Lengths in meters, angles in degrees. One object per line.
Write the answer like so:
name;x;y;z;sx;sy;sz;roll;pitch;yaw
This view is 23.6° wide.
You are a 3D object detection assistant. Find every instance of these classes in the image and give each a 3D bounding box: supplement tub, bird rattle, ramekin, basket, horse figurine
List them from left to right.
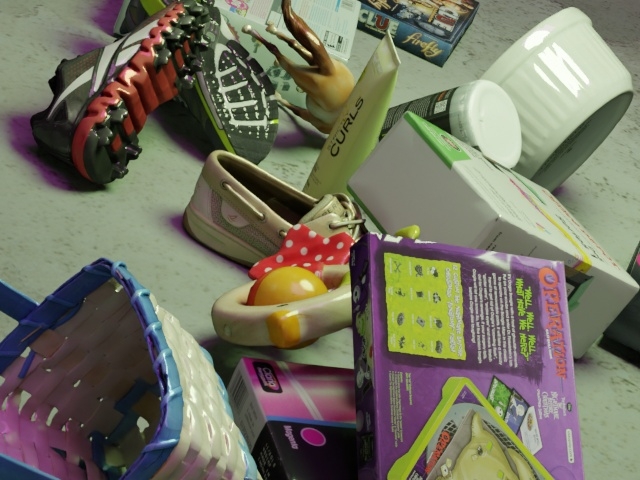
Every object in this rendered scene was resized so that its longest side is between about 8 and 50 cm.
basket;-0.196;0.127;1.154;0.289;0.201;0.254;42;13;-37
bird rattle;-0.011;0.047;1.477;0.207;0.143;0.253;-16;21;-35
horse figurine;-0.006;-0.196;1.912;0.174;0.263;0.066;36;75;23
supplement tub;0.136;-0.116;1.846;0.117;0.190;0.117;18;66;-47
ramekin;0.284;-0.157;1.971;0.127;0.273;0.273;46;34;14

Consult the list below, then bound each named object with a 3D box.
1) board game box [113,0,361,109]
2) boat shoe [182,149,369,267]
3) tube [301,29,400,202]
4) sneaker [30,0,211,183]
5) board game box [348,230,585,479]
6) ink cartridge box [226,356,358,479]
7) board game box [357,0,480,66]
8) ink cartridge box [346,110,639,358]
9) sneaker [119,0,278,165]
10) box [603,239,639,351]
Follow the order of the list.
board game box;-0.107;-0.306;2.104;0.303;0.097;0.224;22;27;-5
boat shoe;0.000;0.000;1.652;0.302;0.098;0.109;27;29;7
tube;0.036;-0.116;1.729;0.070;0.240;0.062;40;30;27
sneaker;-0.229;-0.184;1.735;0.135;0.097;0.276;16;54;24
board game box;0.130;0.171;1.319;0.208;0.056;0.346;7;66;-20
ink cartridge box;0.104;0.202;1.426;0.371;0.069;0.175;10;30;-27
board game box;0.153;-0.363;2.443;0.165;0.042;0.243;25;28;4
ink cartridge box;0.192;-0.002;1.687;0.278;0.117;0.201;24;21;-44
sneaker;-0.152;-0.201;1.886;0.111;0.121;0.300;-6;58;-42
box;0.461;0.044;1.841;0.165;0.143;0.270;25;25;14
